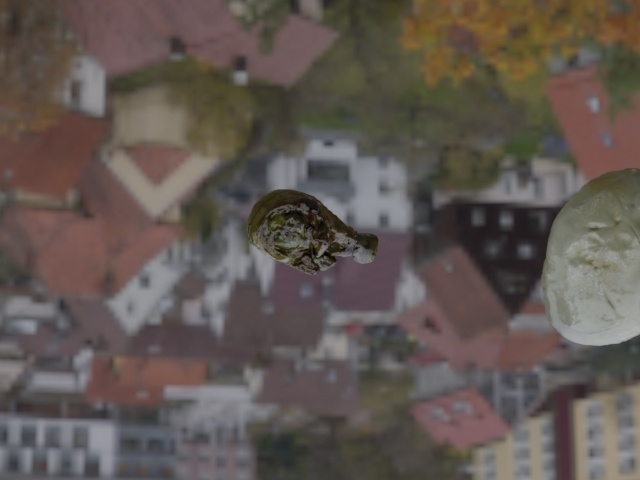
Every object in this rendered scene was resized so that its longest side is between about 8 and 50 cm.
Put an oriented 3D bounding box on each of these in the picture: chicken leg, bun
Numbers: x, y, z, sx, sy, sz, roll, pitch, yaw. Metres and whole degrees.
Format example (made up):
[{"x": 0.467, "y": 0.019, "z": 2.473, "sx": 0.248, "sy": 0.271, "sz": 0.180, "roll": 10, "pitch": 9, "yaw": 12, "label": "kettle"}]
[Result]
[{"x": 0.000, "y": 0.000, "z": 1.814, "sx": 0.070, "sy": 0.093, "sz": 0.178, "roll": -37, "pitch": 153, "yaw": 23, "label": "chicken leg"}, {"x": 0.292, "y": 0.022, "z": 1.742, "sx": 0.102, "sy": 0.183, "sz": 0.183, "roll": 25, "pitch": -173, "yaw": 42, "label": "bun"}]
